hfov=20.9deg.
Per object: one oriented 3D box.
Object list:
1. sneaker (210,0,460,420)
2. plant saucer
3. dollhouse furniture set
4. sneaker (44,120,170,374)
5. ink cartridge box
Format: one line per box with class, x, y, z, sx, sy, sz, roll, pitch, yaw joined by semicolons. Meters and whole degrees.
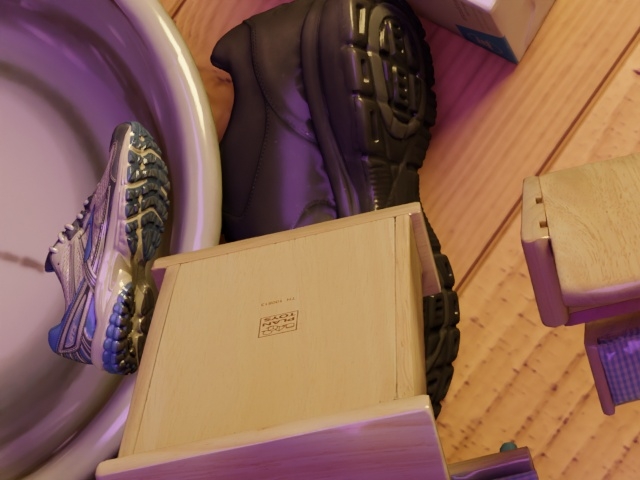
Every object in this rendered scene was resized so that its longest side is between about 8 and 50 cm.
sneaker;0.000;0.000;0.973;0.130;0.109;0.286;-8;79;33
plant saucer;-0.239;-0.007;1.027;0.400;0.100;0.400;-3;78;14
dollhouse furniture set;0.063;0.157;0.814;0.286;0.198;0.303;-12;115;8
sneaker;-0.119;0.001;0.917;0.058;0.052;0.135;4;80;19
ink cartridge box;0.043;-0.177;0.987;0.180;0.104;0.060;29;88;19
